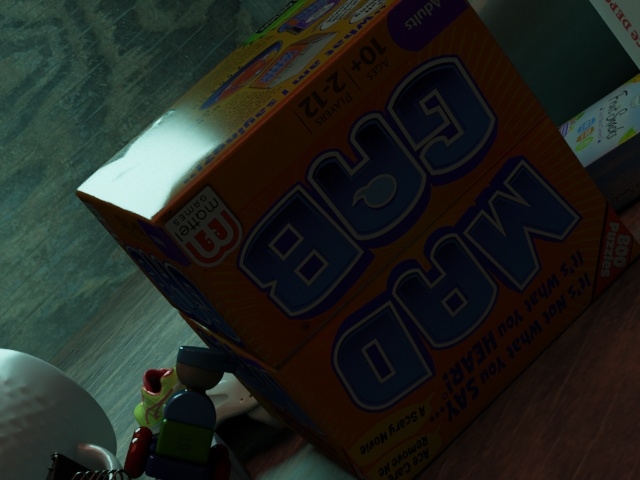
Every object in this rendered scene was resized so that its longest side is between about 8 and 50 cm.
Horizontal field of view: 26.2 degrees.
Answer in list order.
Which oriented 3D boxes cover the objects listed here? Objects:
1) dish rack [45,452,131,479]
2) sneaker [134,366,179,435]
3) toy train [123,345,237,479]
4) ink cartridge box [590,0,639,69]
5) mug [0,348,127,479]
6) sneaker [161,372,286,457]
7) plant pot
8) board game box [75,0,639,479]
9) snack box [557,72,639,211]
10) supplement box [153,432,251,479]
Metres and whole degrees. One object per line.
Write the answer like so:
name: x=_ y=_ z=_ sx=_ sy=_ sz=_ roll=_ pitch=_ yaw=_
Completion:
dish rack: x=-0.160 y=0.288 z=1.357 sx=0.271 sy=0.208 sz=0.074 roll=-18 pitch=44 yaw=62
sneaker: x=-0.239 y=0.233 z=2.098 sx=0.081 sy=0.094 sz=0.208 roll=-50 pitch=13 yaw=-33
toy train: x=-0.139 y=0.178 z=1.464 sx=0.248 sy=0.105 sz=0.143 roll=172 pitch=112 yaw=-85
ink cartridge box: x=0.424 y=-0.289 z=1.426 sx=0.168 sy=0.171 sz=0.233 roll=-17 pitch=-23 yaw=-30
mug: x=-0.444 y=0.364 z=1.936 sx=0.374 sy=0.276 sz=0.328 roll=2 pitch=39 yaw=27
sneaker: x=-0.052 y=0.155 z=1.689 sx=0.330 sy=0.122 sz=0.146 roll=-53 pitch=41 yaw=14
plant pot: x=0.328 y=-0.318 z=1.813 sx=0.334 sy=0.341 sz=0.341 roll=-46 pitch=10 yaw=11
board game box: x=0.025 y=-0.021 z=1.417 sx=0.356 sy=0.356 sz=0.356 roll=-43 pitch=18 yaw=-11
snack box: x=0.335 y=-0.106 z=1.555 sx=0.174 sy=0.070 sz=0.207 roll=-34 pitch=14 yaw=25
supplement box: x=-0.187 y=0.335 z=1.583 sx=0.239 sy=0.073 sz=0.130 roll=-41 pitch=11 yaw=-3
